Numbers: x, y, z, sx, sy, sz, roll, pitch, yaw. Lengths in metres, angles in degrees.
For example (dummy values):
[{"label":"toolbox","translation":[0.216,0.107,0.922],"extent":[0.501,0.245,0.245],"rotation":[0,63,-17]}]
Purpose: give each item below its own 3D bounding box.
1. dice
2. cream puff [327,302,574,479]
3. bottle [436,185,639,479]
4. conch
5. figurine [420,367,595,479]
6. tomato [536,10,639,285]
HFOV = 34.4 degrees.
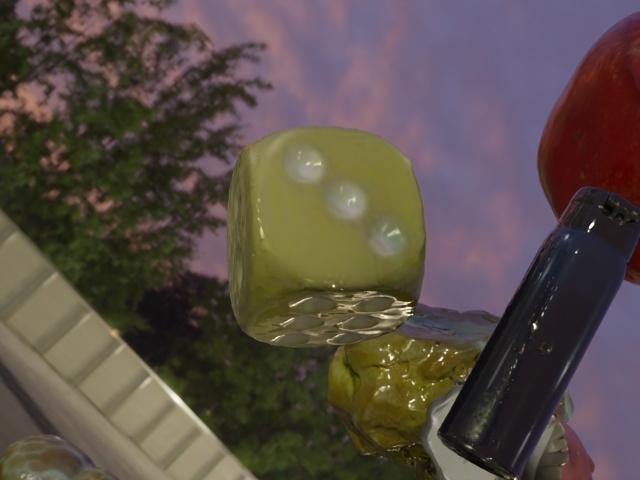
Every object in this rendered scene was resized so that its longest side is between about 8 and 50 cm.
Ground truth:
[{"label":"dice","translation":[0.000,0.000,1.005],"extent":[0.169,0.166,0.169],"rotation":[117,-30,-64]},{"label":"cream puff","translation":[0.185,0.252,1.538],"extent":[0.378,0.276,0.378],"rotation":[7,9,-1]},{"label":"bottle","translation":[0.181,0.069,0.826],"extent":[0.072,0.244,0.082],"rotation":[31,-10,1]},{"label":"conch","translation":[-0.244,0.230,0.937],"extent":[0.116,0.106,0.173],"rotation":[60,-24,-9]},{"label":"figurine","translation":[0.203,0.248,1.113],"extent":[0.207,0.166,0.387],"rotation":[65,10,27]},{"label":"tomato","translation":[0.415,-0.106,1.177],"extent":[0.289,0.325,0.293],"rotation":[9,-36,-20]}]
